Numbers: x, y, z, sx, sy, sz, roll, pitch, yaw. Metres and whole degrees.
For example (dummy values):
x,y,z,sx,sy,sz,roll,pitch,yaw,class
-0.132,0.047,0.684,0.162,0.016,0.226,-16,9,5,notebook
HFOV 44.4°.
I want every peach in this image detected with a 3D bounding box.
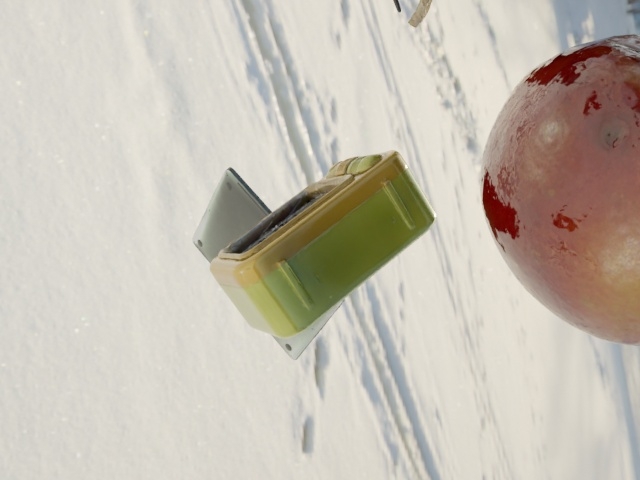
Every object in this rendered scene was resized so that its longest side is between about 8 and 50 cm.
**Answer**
x,y,z,sx,sy,sz,roll,pitch,yaw,class
0.221,-0.042,0.577,0.243,0.200,0.243,57,1,-1,peach

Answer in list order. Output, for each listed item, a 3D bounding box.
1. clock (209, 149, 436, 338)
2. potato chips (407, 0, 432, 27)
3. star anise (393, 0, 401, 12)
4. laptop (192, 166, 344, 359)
x,y,z,sx,sy,sz,roll,pitch,yaw,class
0.000,0.000,0.778,0.202,0.143,0.096,-39,106,-18,clock
0.152,-0.360,1.147,0.037,0.026,0.204,48,-5,8,potato chips
0.042,-0.307,0.705,0.144,0.141,0.158,-62,170,8,star anise
-0.089,0.040,1.195,0.269,0.187,0.015,48,45,14,laptop
